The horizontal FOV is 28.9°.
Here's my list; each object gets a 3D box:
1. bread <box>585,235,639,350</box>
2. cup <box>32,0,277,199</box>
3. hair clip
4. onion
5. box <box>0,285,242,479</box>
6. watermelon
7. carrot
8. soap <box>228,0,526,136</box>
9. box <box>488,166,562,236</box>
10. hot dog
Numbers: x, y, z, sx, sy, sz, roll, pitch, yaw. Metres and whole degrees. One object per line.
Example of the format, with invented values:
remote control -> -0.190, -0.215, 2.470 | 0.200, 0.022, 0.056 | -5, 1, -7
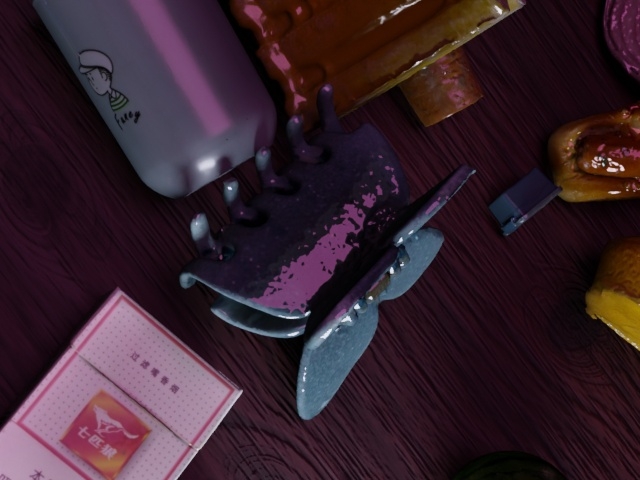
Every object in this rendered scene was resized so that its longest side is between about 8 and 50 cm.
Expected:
bread -> 0.517, 0.096, 1.823 | 0.270, 0.195, 0.142 | 38, 75, -17
cup -> -0.198, -0.221, 1.571 | 0.205, 0.205, 0.312 | -32, 94, -24
hair clip -> 0.000, 0.000, 1.562 | 0.238, 0.392, 0.318 | 38, 72, 12
onion -> 0.572, -0.337, 1.968 | 0.247, 0.111, 0.250 | 35, 94, 14
box -> -0.280, 0.247, 1.518 | 0.210, 0.095, 0.330 | 42, 67, -11
watermelon -> 0.265, 0.376, 1.666 | 0.215, 0.188, 0.188 | 8, 77, -8
carrot -> 0.131, -0.317, 1.764 | 0.139, 0.139, 0.301 | -26, 93, -24
soap -> 0.053, -0.344, 1.628 | 0.293, 0.335, 0.156 | 60, 28, 0
box -> 0.298, -0.059, 1.825 | 0.099, 0.074, 0.054 | -37, 85, -24
hot dog -> 0.479, -0.130, 1.866 | 0.257, 0.153, 0.150 | -4, 83, -23
